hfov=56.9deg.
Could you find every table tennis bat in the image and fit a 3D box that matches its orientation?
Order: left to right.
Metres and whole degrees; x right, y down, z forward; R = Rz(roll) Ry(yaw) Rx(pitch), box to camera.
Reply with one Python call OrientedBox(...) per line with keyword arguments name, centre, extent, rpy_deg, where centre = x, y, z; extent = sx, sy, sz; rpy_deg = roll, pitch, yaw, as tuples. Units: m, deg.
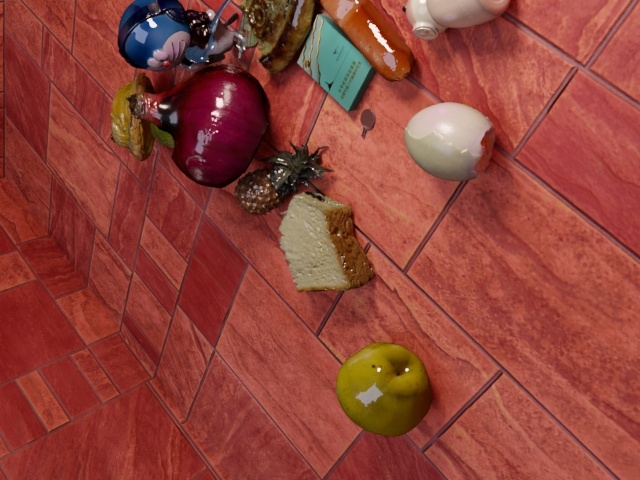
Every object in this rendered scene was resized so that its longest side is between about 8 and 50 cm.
OrientedBox(name="table tennis bat", centre=(0.129, -0.330, 1.662), extent=(0.050, 0.007, 0.083), rpy_deg=(35, 127, 28))

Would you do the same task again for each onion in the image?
OrientedBox(name="onion", centre=(-0.379, -0.383, 1.825), extent=(0.398, 0.420, 0.398), rpy_deg=(-46, 31, 39))

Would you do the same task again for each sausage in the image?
OrientedBox(name="sausage", centre=(0.120, -0.544, 1.515), extent=(0.097, 0.094, 0.348), rpy_deg=(-44, 73, 32))

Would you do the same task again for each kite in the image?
OrientedBox(name="kite", centre=(-0.178, -0.664, 1.814), extent=(0.323, 0.013, 0.268), rpy_deg=(-3, 104, 48))

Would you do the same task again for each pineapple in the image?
OrientedBox(name="pineapple", centre=(-0.118, -0.208, 1.875), extent=(0.364, 0.165, 0.166), rpy_deg=(-29, 86, 39))

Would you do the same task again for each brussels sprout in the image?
OrientedBox(name="brussels sprout", centre=(-0.555, -0.435, 2.192), extent=(0.161, 0.144, 0.181), rpy_deg=(-8, 129, 13))

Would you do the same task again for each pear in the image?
OrientedBox(name="pear", centre=(0.187, 0.444, 1.761), extent=(0.294, 0.294, 0.294), rpy_deg=(20, 121, 38))

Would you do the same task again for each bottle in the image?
OrientedBox(name="bottle", centre=(0.289, -0.537, 1.320), extent=(0.236, 0.147, 0.148), rpy_deg=(-4, 105, 53))

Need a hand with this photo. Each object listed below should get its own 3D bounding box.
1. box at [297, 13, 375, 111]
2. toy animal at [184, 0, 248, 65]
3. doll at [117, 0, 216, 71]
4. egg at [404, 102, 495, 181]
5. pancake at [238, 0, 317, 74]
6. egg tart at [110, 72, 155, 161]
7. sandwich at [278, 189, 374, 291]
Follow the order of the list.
OrientedBox(name="box", centre=(0.046, -0.495, 1.645), extent=(0.229, 0.041, 0.162), rpy_deg=(47, 133, 19))
OrientedBox(name="toy animal", centre=(-0.309, -0.618, 1.796), extent=(0.239, 0.176, 0.255), rpy_deg=(126, 150, -51))
OrientedBox(name="doll", centre=(-0.500, -0.663, 1.914), extent=(0.284, 0.310, 0.240), rpy_deg=(-39, 77, 46))
OrientedBox(name="egg", centre=(0.298, -0.237, 1.405), extent=(0.217, 0.183, 0.183), rpy_deg=(19, 121, 26))
OrientedBox(name="pancake", centre=(-0.119, -0.699, 1.676), extent=(0.305, 0.067, 0.427), rpy_deg=(55, 139, 18))
OrientedBox(name="egg tart", centre=(-0.701, -0.464, 2.209), extent=(0.345, 0.132, 0.345), rpy_deg=(-174, 90, -83))
OrientedBox(name="sandwich", centre=(0.000, 0.000, 1.848), extent=(0.262, 0.131, 0.325), rpy_deg=(-10, 103, 48))
